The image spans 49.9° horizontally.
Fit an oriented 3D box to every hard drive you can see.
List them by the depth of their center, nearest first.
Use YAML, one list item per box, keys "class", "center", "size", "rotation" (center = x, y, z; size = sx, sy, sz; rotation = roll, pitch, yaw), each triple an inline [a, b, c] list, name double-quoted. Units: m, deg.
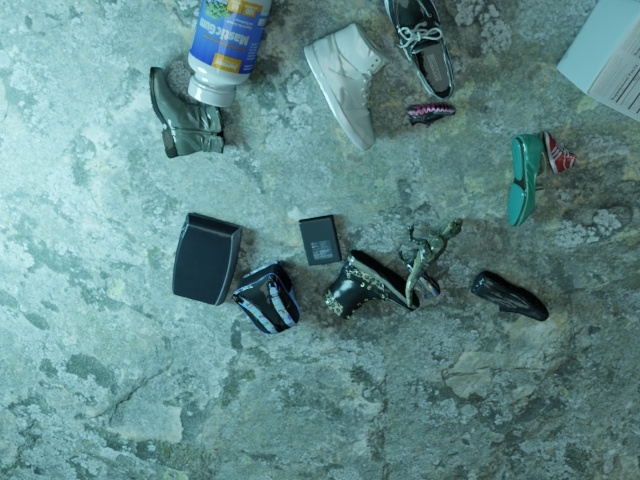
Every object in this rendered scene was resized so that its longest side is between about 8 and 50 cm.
- class: "hard drive"
  center: [0.000, 0.000, 1.868]
  size: [0.094, 0.022, 0.135]
  rotation: [-8, 114, 9]
- class: "hard drive"
  center: [-0.322, 0.060, 1.907]
  size: [0.172, 0.054, 0.254]
  rotation: [16, 116, -3]

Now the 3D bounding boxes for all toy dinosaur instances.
- class: "toy dinosaur"
  center: [0.264, 0.034, 1.813]
  size: [0.118, 0.064, 0.268]
  rotation: [35, 93, 29]

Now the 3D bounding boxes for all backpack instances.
- class: "backpack"
  center: [-0.136, 0.165, 1.906]
  size: [0.158, 0.117, 0.173]
  rotation: [-28, 109, 17]

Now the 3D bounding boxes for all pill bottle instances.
- class: "pill bottle"
  center: [-0.221, -0.458, 1.599]
  size: [0.152, 0.152, 0.272]
  rotation: [19, 115, -4]

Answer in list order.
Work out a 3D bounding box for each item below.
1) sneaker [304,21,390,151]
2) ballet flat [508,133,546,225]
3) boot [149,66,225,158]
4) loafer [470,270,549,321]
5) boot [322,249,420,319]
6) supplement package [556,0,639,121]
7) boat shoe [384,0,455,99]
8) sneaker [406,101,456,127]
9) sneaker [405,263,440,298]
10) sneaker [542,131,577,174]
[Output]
- class: "sneaker"
  center: [0.101, -0.367, 1.638]
  size: [0.169, 0.108, 0.292]
  rotation: [-24, 110, 18]
- class: "ballet flat"
  center: [0.524, -0.148, 1.723]
  size: [0.087, 0.083, 0.247]
  rotation: [-8, 117, -7]
- class: "boot"
  center: [-0.328, -0.327, 1.721]
  size: [0.161, 0.083, 0.246]
  rotation: [-9, 120, 2]
- class: "loafer"
  center: [0.516, 0.162, 1.874]
  size: [0.223, 0.076, 0.078]
  rotation: [28, 120, -3]
- class: "boot"
  center: [0.136, 0.156, 1.891]
  size: [0.236, 0.085, 0.178]
  rotation: [37, 115, 2]
- class: "supplement package"
  center: [0.655, -0.404, 1.485]
  size: [0.145, 0.262, 0.204]
  rotation: [25, 115, -7]
- class: "boat shoe"
  center: [0.230, -0.465, 1.581]
  size: [0.113, 0.105, 0.306]
  rotation: [-17, 113, 12]
- class: "sneaker"
  center: [0.274, -0.306, 1.690]
  size: [0.119, 0.047, 0.057]
  rotation: [-1, 122, 14]
- class: "sneaker"
  center: [0.268, 0.112, 1.883]
  size: [0.058, 0.052, 0.135]
  rotation: [-35, 106, 26]
- class: "sneaker"
  center: [0.592, -0.225, 1.698]
  size: [0.067, 0.042, 0.118]
  rotation: [-17, 120, 17]
